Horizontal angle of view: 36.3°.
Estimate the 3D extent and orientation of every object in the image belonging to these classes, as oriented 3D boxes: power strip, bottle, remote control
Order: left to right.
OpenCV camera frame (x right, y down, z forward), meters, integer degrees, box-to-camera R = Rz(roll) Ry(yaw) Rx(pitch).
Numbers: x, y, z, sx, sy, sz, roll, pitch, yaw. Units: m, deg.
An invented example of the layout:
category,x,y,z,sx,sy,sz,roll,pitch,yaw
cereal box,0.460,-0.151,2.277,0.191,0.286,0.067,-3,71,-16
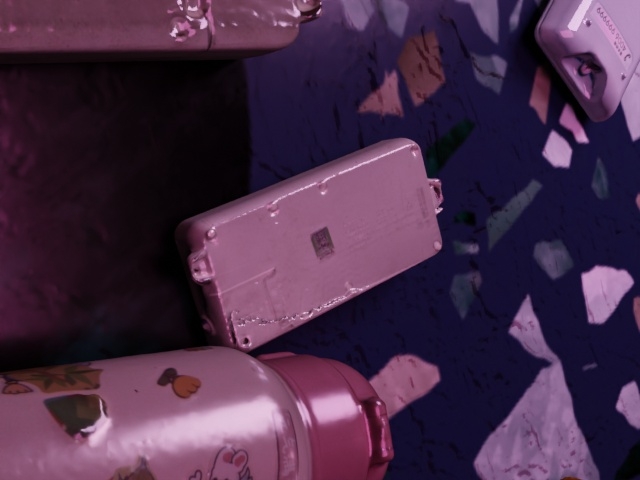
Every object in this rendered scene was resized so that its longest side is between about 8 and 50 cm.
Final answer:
category,x,y,z,sx,sy,sz,roll,pitch,yaw
power strip,-0.097,-0.139,0.496,0.288,0.053,0.093,-9,96,-38
bottle,-0.076,0.113,0.478,0.253,0.120,0.120,-2,92,-40
power strip,0.000,0.000,0.587,0.192,0.035,0.081,-25,106,-35
remote control,0.262,-0.235,0.780,0.103,0.051,0.293,44,66,-30

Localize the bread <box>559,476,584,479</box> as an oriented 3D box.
category,x,y,z,sx,sy,sz,roll,pitch,yaw
bread,0.153,0.305,0.687,0.271,0.077,0.139,-44,119,-32
